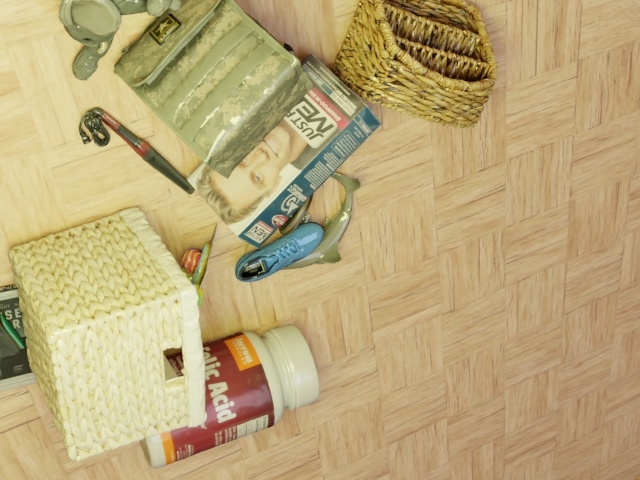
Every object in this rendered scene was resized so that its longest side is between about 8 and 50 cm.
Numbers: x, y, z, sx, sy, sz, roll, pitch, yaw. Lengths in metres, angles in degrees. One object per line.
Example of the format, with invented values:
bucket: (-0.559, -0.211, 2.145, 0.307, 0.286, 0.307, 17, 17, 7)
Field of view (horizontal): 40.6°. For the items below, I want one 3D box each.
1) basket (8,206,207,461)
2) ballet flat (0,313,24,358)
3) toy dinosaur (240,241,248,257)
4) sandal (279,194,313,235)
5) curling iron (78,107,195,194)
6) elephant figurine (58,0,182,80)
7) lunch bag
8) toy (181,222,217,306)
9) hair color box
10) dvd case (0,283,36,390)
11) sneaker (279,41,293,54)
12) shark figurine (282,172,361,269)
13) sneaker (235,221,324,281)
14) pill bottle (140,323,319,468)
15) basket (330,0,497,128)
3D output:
basket: (-0.398, 0.168, 1.613, 0.266, 0.331, 0.328, -15, 126, -25)
ballet flat: (-0.624, 0.147, 1.619, 0.074, 0.074, 0.203, -24, 130, -13)
toy dinosaur: (-0.139, -0.045, 1.824, 0.092, 0.053, 0.183, -7, 139, -9)
sandal: (-0.042, -0.116, 1.801, 0.060, 0.090, 0.219, 22, 106, -16)
curling iron: (-0.343, -0.162, 1.631, 0.068, 0.035, 0.274, -47, 130, 12)
elephant figurine: (-0.361, -0.388, 1.406, 0.239, 0.169, 0.186, -27, 102, 9)
lunch bag: (-0.195, -0.295, 1.480, 0.235, 0.287, 0.169, -46, 167, 2)
toy: (-0.254, 0.061, 1.718, 0.056, 0.237, 0.137, 18, 112, -12)
hair color box: (-0.071, -0.171, 1.673, 0.347, 0.174, 0.105, -46, 156, 5)
dvd case: (-0.612, 0.193, 1.719, 0.179, 0.029, 0.239, -12, 126, -23)
sneaker: (-0.141, -0.313, 1.626, 0.190, 0.071, 0.083, -12, 135, -19)
shark figurine: (0.026, -0.011, 1.890, 0.166, 0.116, 0.278, 30, 105, -41)
sneaker: (-0.085, 0.031, 1.821, 0.209, 0.082, 0.069, -27, 102, 6)
pill bottle: (-0.216, 0.331, 1.904, 0.392, 0.224, 0.224, -17, 127, -19)
basket: (0.212, -0.365, 1.690, 0.299, 0.213, 0.223, 9, 116, -34)
